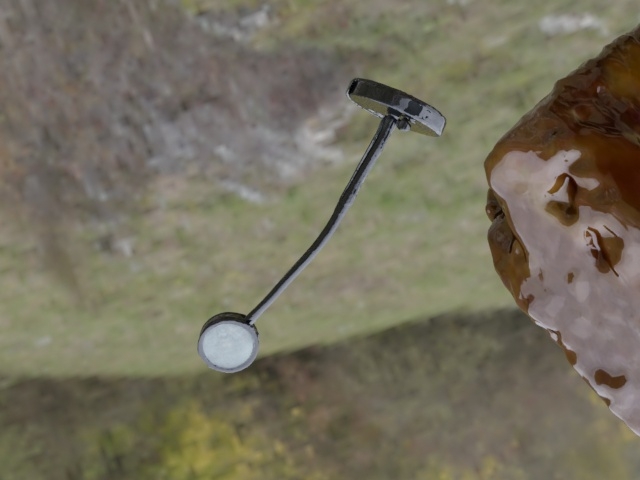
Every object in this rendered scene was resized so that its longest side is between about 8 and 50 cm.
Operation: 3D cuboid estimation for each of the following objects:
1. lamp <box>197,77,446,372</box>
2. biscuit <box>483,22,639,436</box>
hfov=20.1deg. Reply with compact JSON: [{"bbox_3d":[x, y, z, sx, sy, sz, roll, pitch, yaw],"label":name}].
[{"bbox_3d":[-0.004,-0.017,1.975,0.371,0.130,0.108,-59,-162,16],"label":"lamp"},{"bbox_3d":[0.323,-0.016,1.412,0.395,0.342,0.166,-36,169,-45],"label":"biscuit"}]
